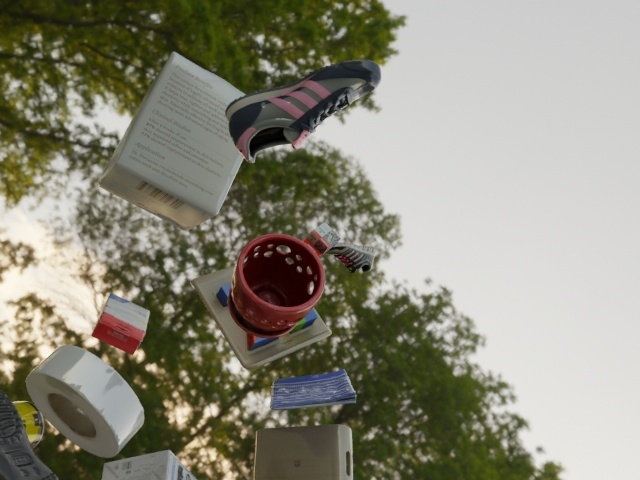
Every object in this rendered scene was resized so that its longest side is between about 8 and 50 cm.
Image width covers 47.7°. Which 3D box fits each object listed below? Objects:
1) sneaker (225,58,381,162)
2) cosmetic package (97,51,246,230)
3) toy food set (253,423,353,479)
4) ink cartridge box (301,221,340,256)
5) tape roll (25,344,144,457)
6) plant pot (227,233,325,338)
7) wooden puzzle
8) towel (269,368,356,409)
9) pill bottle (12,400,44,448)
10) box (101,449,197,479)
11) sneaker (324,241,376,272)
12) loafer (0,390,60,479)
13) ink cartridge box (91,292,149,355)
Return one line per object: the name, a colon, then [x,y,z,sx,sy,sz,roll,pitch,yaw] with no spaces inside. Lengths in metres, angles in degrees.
sneaker: [-0.023,-0.243,1.404,0.112,0.319,0.131,48,25,-64]
cosmetic package: [-0.428,-0.289,2.229,0.329,0.393,0.327,29,-19,-19]
toy food set: [-0.056,0.669,2.139,0.306,0.219,0.092,-7,-33,12]
ink cartridge box: [0.000,0.000,1.846,0.063,0.115,0.029,46,-57,5]
tape roll: [-0.565,0.388,1.738,0.286,0.100,0.286,20,-45,21]
plant pot: [-0.101,0.108,1.556,0.191,0.191,0.174,48,-33,16]
wooden puzzle: [-0.169,0.189,2.165,0.348,0.322,0.080,52,-42,23]
towel: [-0.025,0.434,2.113,0.336,0.243,0.040,169,-85,-87]
pill bottle: [-0.719,0.418,1.592,0.117,0.215,0.117,-3,-99,16]
box: [-0.371,0.608,1.695,0.290,0.169,0.087,69,11,-46]
sneaker: [0.079,0.049,1.976,0.063,0.170,0.074,-10,-108,56]
loafer: [-0.520,0.348,1.106,0.366,0.130,0.134,44,4,25]
ink cartridge box: [-0.579,0.248,2.099,0.134,0.231,0.078,28,-80,-15]
